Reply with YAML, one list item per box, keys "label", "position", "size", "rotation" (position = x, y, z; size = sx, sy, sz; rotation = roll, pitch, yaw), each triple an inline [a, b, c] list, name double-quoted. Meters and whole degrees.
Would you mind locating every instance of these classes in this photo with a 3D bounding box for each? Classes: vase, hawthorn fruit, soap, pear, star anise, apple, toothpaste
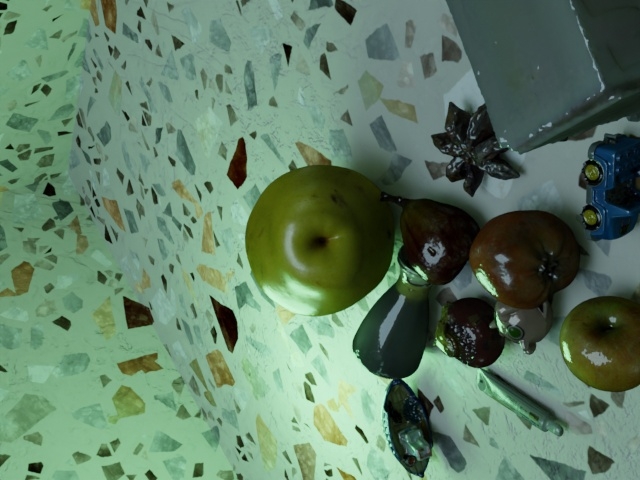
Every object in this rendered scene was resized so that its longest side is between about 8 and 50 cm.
- label: "vase"
  position: [0.197, 0.160, 2.133]
  size: [0.173, 0.173, 0.321]
  rotation: [47, 135, 33]
- label: "hawthorn fruit"
  position: [0.372, 0.028, 1.758]
  size: [0.251, 0.199, 0.200]
  rotation: [-157, 53, -66]
- label: "soap"
  position: [0.379, -0.388, 1.365]
  size: [0.213, 0.350, 0.435]
  rotation: [-32, 77, 58]
- label: "pear"
  position: [0.000, 0.000, 2.131]
  size: [0.418, 0.362, 0.363]
  rotation: [-176, 66, -87]
- label: "star anise"
  position: [0.304, -0.193, 1.842]
  size: [0.212, 0.073, 0.197]
  rotation: [-24, 89, 56]
- label: "apple"
  position: [0.521, 0.187, 1.639]
  size: [0.182, 0.182, 0.155]
  rotation: [37, 166, 41]
- label: "toothpaste"
  position: [0.430, 0.355, 1.988]
  size: [0.255, 0.037, 0.067]
  rotation: [30, 137, 50]

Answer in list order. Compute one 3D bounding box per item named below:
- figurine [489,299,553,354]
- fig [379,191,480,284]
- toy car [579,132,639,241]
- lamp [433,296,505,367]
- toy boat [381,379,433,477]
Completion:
- label: "figurine"
  position: [0.404, 0.151, 1.833]
  size: [0.125, 0.125, 0.138]
  rotation: [34, 139, 43]
- label: "fig"
  position: [0.227, -0.028, 1.980]
  size: [0.274, 0.145, 0.170]
  rotation: [46, 127, 33]
- label: "toy car"
  position: [0.513, -0.086, 1.558]
  size: [0.100, 0.097, 0.191]
  rotation: [25, 127, 48]
- label: "lamp"
  position: [0.321, 0.205, 1.977]
  size: [0.157, 0.134, 0.156]
  rotation: [-18, 92, 56]
- label: "toy boat"
  position: [0.222, 0.471, 2.288]
  size: [0.115, 0.114, 0.262]
  rotation: [147, 105, -70]
